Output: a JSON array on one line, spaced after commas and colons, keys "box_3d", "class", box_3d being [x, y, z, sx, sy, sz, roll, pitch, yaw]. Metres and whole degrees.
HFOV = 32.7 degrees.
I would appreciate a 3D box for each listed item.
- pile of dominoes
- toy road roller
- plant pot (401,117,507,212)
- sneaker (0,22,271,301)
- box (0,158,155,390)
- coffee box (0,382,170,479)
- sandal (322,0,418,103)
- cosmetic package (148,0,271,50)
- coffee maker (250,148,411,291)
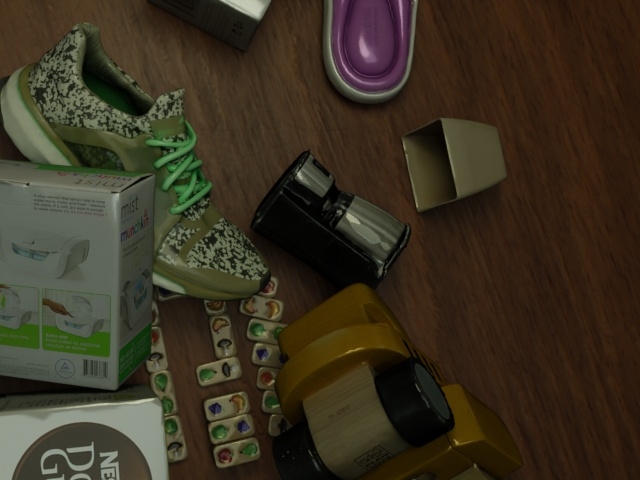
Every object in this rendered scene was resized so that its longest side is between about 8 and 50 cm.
[{"box_3d": [-0.122, 0.159, 1.396, 0.196, 0.040, 0.251, -12, 87, -12], "class": "pile of dominoes"}, {"box_3d": [0.077, 0.203, 1.339, 0.202, 0.329, 0.240, -33, 49, 14], "class": "toy road roller"}, {"box_3d": [0.185, -0.105, 1.457, 0.096, 0.109, 0.109, -10, 86, -24], "class": "plant pot"}, {"box_3d": [-0.202, -0.094, 1.308, 0.410, 0.182, 0.158, 43, 36, -5], "class": "sneaker"}, {"box_3d": [-0.333, 0.031, 1.245, 0.262, 0.127, 0.231, 5, 104, 10], "class": "box"}, {"box_3d": [-0.329, 0.340, 1.182, 0.334, 0.338, 0.337, -4, 86, -12], "class": "coffee box"}, {"box_3d": [0.071, -0.394, 1.459, 0.169, 0.102, 0.416, -6, 85, -12], "class": "sandal"}, {"box_3d": [-0.114, -0.371, 1.394, 0.151, 0.151, 0.183, 27, 81, -8], "class": "cosmetic package"}, {"box_3d": [0.000, 0.000, 1.397, 0.178, 0.120, 0.171, 35, 79, -6], "class": "coffee maker"}]
